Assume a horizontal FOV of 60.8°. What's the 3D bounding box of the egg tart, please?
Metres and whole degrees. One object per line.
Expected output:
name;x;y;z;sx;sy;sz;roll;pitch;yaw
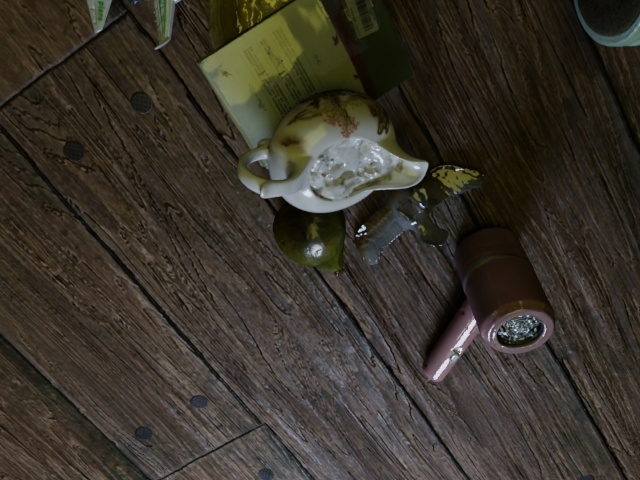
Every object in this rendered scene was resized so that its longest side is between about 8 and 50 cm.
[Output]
egg tart;-0.068;-0.361;0.845;0.252;0.098;0.232;-40;111;10

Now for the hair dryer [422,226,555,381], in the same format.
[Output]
hair dryer;0.286;0.171;1.023;0.125;0.210;0.352;13;126;-12

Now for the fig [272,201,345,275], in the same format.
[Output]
fig;0.002;0.002;0.977;0.133;0.126;0.185;-38;105;-1

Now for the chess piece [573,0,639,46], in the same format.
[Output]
chess piece;0.555;-0.406;0.798;0.299;0.194;0.194;-14;112;-6

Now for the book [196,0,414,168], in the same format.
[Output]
book;-0.016;-0.264;0.842;0.289;0.026;0.201;-31;120;1

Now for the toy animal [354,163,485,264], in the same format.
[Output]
toy animal;0.152;-0.079;0.944;0.272;0.160;0.197;-36;107;5

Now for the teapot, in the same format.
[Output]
teapot;0.013;-0.124;0.830;0.298;0.139;0.204;-12;138;-21

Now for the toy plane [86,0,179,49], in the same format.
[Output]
toy plane;-0.265;-0.428;0.807;0.255;0.101;0.251;-29;110;6
